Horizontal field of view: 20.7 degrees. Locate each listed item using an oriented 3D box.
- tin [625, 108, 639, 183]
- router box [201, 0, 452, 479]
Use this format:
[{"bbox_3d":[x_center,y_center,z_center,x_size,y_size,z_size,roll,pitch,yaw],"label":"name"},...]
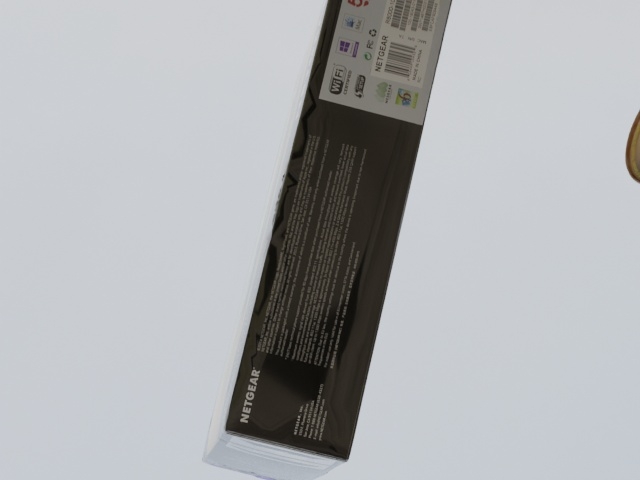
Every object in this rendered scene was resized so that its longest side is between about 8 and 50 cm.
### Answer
[{"bbox_3d":[0.282,-0.116,1.231,0.040,0.189,0.106,29,178,-27],"label":"tin"},{"bbox_3d":[0.000,0.000,1.163,0.081,0.309,0.243,14,166,-4],"label":"router box"}]
